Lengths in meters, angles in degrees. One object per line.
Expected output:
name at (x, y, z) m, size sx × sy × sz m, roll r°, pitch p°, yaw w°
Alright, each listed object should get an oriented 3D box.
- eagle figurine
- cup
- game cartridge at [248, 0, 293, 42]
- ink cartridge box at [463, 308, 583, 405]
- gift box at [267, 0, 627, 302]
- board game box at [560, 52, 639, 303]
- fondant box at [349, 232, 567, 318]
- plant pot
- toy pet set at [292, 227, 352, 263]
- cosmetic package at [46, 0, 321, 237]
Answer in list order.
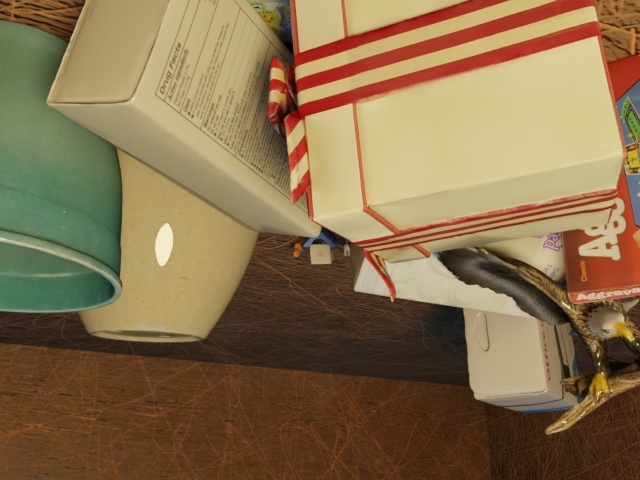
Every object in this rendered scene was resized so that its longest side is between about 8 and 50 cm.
eagle figurine at (0.323, 0.063, 0.732) m, size 0.226 × 0.298 × 0.225 m, roll -35°, pitch -176°, yaw -24°
cup at (-0.248, 0.028, 0.886) m, size 0.331 × 0.237 × 0.331 m, roll 0°, pitch 165°, yaw 0°
game cartridge at (-0.046, -0.225, 0.578) m, size 0.056 × 0.017 × 0.083 m, roll -4°, pitch 159°, yaw 1°
ink cartridge box at (0.500, 0.257, 1.435) m, size 0.166 × 0.286 × 0.395 m, roll -15°, pitch 155°, yaw 30°
gift box at (0.105, -0.100, 0.518) m, size 0.258 × 0.276 × 0.255 m, roll -9°, pitch 161°, yaw 22°
board game box at (0.313, -0.076, 0.591) m, size 0.145 × 0.281 × 0.027 m, roll -13°, pitch 143°, yaw 30°
fondant box at (0.229, -0.021, 0.811) m, size 0.330 × 0.096 × 0.238 m, roll 9°, pitch 127°, yaw -10°
plant pot at (-0.337, -0.078, 0.630) m, size 0.271 × 0.255 × 0.272 m, roll 1°, pitch 158°, yaw 0°
toy pet set at (0.000, 0.000, 1.127) m, size 0.122 × 0.065 × 0.114 m, roll -1°, pitch -166°, yaw 12°
cosmetic package at (-0.096, -0.129, 0.604) m, size 0.113 × 0.160 × 0.309 m, roll 6°, pitch 163°, yaw 31°
